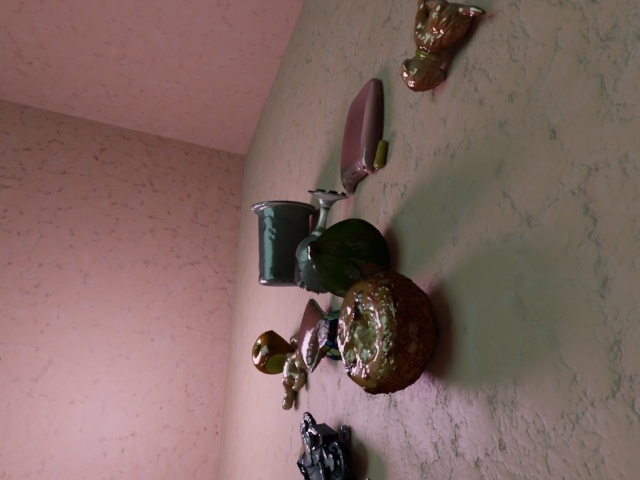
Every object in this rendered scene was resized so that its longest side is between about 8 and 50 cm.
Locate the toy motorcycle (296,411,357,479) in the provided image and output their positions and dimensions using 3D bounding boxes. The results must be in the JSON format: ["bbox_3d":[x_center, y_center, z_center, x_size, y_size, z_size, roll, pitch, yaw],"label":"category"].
[{"bbox_3d":[0.010,0.552,1.140,0.307,0.108,0.174,174,96,-69],"label":"toy motorcycle"}]

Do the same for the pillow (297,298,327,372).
[{"bbox_3d":[-0.016,0.285,1.377,0.171,0.075,0.179,-139,60,-68],"label":"pillow"}]

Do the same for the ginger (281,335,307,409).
[{"bbox_3d":[-0.089,0.458,1.527,0.149,0.065,0.259,-169,92,-69],"label":"ginger"}]

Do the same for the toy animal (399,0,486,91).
[{"bbox_3d":[0.245,-0.396,0.941,0.185,0.104,0.184,-67,29,21],"label":"toy animal"}]

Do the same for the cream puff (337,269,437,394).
[{"bbox_3d":[0.130,0.180,0.885,0.240,0.163,0.241,-7,82,57],"label":"cream puff"}]

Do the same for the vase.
[{"bbox_3d":[-0.141,0.019,1.648,0.245,0.244,0.292,155,119,-67],"label":"vase"}]

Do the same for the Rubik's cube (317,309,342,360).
[{"bbox_3d":[0.056,0.237,1.139,0.111,0.133,0.133,32,113,44],"label":"Rubik's cube"}]

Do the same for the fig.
[{"bbox_3d":[0.050,0.036,1.071,0.195,0.244,0.196,-25,58,48],"label":"fig"}]

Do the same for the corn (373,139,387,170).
[{"bbox_3d":[0.160,-0.226,1.202,0.028,0.027,0.084,4,81,58],"label":"corn"}]

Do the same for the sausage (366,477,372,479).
[{"bbox_3d":[0.124,0.557,0.761,0.318,0.117,0.125,-106,-7,-52],"label":"sausage"}]

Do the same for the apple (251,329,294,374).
[{"bbox_3d":[-0.169,0.411,1.664,0.163,0.147,0.146,-62,27,12],"label":"apple"}]

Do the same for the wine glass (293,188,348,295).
[{"bbox_3d":[0.000,0.000,1.392,0.143,0.143,0.322,-159,79,-71],"label":"wine glass"}]

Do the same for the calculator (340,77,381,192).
[{"bbox_3d":[0.117,-0.323,1.347,0.220,0.048,0.330,142,137,-65],"label":"calculator"}]
